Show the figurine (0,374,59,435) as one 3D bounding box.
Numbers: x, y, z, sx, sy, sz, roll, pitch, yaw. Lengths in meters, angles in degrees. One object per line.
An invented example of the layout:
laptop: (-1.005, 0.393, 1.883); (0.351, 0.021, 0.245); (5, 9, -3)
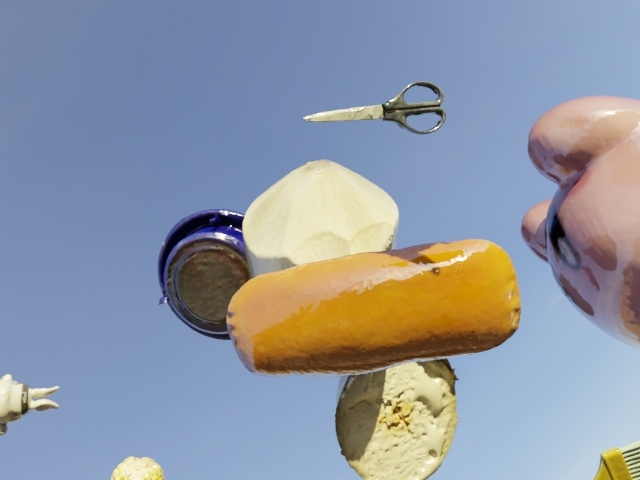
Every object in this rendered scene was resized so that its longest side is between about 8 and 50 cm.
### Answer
figurine: (-0.453, 0.232, 0.784); (0.146, 0.081, 0.098); (-11, -5, 6)

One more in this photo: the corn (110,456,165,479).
corn: (-0.262, 0.418, 0.796); (0.081, 0.081, 0.248); (-5, -70, -40)

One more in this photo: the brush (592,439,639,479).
brush: (0.201, 0.227, 0.470); (0.205, 0.011, 0.083); (-24, -79, 9)

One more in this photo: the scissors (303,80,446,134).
scissors: (0.111, -0.257, 1.141); (0.300, 0.022, 0.109); (-9, -85, -11)

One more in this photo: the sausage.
sausage: (0.038, 0.059, 0.464); (0.239, 0.098, 0.098); (-11, -46, 10)

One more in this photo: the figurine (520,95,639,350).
figurine: (0.326, -0.010, 0.484); (0.262, 0.211, 0.269); (-9, -38, 7)

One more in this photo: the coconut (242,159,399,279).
coconut: (0.000, 0.000, 0.863); (0.238, 0.237, 0.265); (-21, -52, -32)

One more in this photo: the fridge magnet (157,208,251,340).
fridge magnet: (-0.192, 0.071, 1.087); (0.112, 0.266, 0.265); (-55, -15, -72)

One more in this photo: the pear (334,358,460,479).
pear: (0.107, 0.296, 1.032); (0.267, 0.178, 0.266); (0, -90, -25)
